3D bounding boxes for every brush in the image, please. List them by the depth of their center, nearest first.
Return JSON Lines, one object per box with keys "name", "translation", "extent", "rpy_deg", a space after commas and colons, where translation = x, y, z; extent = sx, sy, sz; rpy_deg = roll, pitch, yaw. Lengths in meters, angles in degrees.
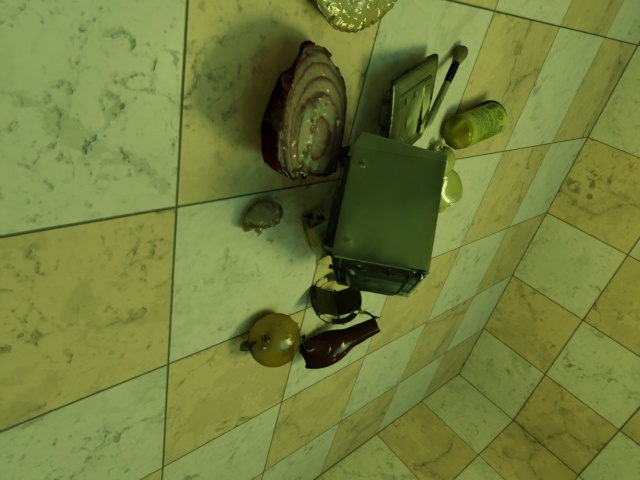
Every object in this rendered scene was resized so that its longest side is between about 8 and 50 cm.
{"name": "brush", "translation": [0.359, -0.446, 1.304], "extent": [0.300, 0.042, 0.039], "rpy_deg": [-63, 175, -11]}

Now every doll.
{"name": "doll", "translation": [0.432, -0.226, 1.599], "extent": [0.141, 0.117, 0.297], "rpy_deg": [-34, 129, -13]}

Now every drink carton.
{"name": "drink carton", "translation": [0.000, 0.000, 1.333], "extent": [0.074, 0.084, 0.200], "rpy_deg": [-30, 142, -11]}

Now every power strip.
{"name": "power strip", "translation": [0.227, -0.364, 1.251], "extent": [0.251, 0.092, 0.257], "rpy_deg": [-36, 142, -35]}

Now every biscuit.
{"name": "biscuit", "translation": [0.073, -0.528, 0.934], "extent": [0.281, 0.084, 0.179], "rpy_deg": [-10, 128, -44]}

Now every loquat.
{"name": "loquat", "translation": [-0.150, 0.311, 1.393], "extent": [0.204, 0.149, 0.172], "rpy_deg": [-8, 130, -23]}

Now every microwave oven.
{"name": "microwave oven", "translation": [0.154, -0.043, 1.170], "extent": [0.394, 0.246, 0.334], "rpy_deg": [78, 25, -74]}

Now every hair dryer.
{"name": "hair dryer", "translation": [0.037, 0.350, 1.557], "extent": [0.312, 0.123, 0.340], "rpy_deg": [-29, 159, 10]}

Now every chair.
{"name": "chair", "translation": [0.075, 0.207, 1.532], "extent": [0.148, 0.175, 0.213], "rpy_deg": [-22, 153, 32]}

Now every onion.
{"name": "onion", "translation": [-0.045, -0.276, 0.992], "extent": [0.314, 0.145, 0.281], "rpy_deg": [-12, 110, -62]}

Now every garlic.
{"name": "garlic", "translation": [-0.147, -0.058, 1.122], "extent": [0.113, 0.094, 0.074], "rpy_deg": [-42, 104, -4]}

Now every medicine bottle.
{"name": "medicine bottle", "translation": [0.522, -0.390, 1.533], "extent": [0.238, 0.124, 0.124], "rpy_deg": [-26, 138, -29]}
